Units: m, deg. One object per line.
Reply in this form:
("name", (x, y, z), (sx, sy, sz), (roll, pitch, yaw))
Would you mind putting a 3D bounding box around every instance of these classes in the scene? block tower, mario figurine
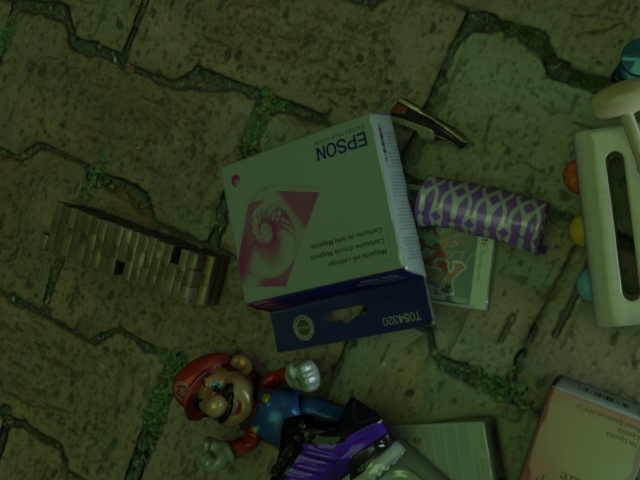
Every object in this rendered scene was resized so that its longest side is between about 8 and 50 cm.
("block tower", (-0.331, 0.019, 1.572), (0.335, 0.091, 0.097), (17, 95, 20))
("mario figurine", (-0.097, 0.286, 1.433), (0.320, 0.170, 0.198), (18, 62, 13))

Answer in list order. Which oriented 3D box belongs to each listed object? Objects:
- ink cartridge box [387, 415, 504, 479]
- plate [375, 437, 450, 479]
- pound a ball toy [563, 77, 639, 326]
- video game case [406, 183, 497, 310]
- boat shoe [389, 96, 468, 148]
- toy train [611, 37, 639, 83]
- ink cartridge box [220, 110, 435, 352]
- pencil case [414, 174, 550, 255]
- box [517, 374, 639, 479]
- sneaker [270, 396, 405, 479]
("ink cartridge box", (0.199, 0.355, 1.403), (0.179, 0.045, 0.146), (-11, 86, 39))
("plate", (0.123, 0.465, 1.307), (0.277, 0.045, 0.278), (36, 72, 28))
("pound a ball toy", (0.404, -0.043, 1.227), (0.135, 0.208, 0.320), (-8, 88, 21))
("video game case", (0.177, 0.007, 1.412), (0.201, 0.023, 0.184), (8, 92, 21))
("boat shoe", (0.169, -0.177, 1.404), (0.137, 0.049, 0.043), (34, 104, 20))
("toy train", (0.514, -0.188, 1.219), (0.248, 0.143, 0.105), (39, 103, 17))
("ink cartridge box", (0.000, 0.000, 1.412), (0.324, 0.071, 0.330), (-16, 83, 37))
("pencil case", (0.239, -0.037, 1.335), (0.206, 0.086, 0.088), (15, 130, 22))
("box", (0.369, 0.332, 1.281), (0.148, 0.127, 0.233), (19, 96, 19))
("sneaker", (-0.029, 0.341, 1.352), (0.293, 0.102, 0.146), (-35, 86, 4))
